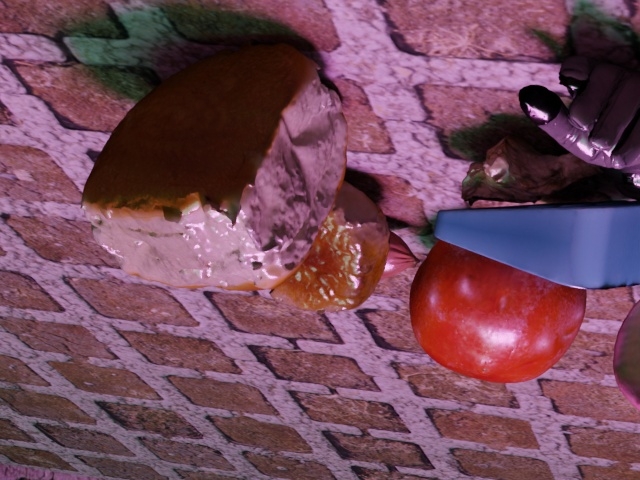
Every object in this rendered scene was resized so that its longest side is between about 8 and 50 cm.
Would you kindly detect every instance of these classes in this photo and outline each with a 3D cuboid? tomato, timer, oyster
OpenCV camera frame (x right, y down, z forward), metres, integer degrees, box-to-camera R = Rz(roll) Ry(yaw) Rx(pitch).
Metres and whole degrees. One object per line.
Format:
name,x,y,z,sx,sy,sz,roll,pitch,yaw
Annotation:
tomato,0.229,0.085,2.127,0.232,0.188,0.232,8,158,3
timer,0.282,-0.020,1.865,0.232,0.091,0.250,-6,-165,-41
oyster,0.240,-0.080,1.871,0.191,0.081,0.163,-1,-177,35

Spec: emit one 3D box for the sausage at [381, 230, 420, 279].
sausage,-0.060,0.017,2.260,0.433,0.088,0.088,-1,155,32

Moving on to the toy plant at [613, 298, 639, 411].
toy plant,0.543,0.204,2.172,0.356,0.317,0.210,22,-163,-39

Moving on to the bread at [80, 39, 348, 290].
bread,-0.116,-0.078,1.842,0.279,0.250,0.225,5,151,34

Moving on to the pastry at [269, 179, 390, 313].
pastry,0.000,0.000,2.094,0.182,0.093,0.192,14,130,22

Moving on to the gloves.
gloves,0.292,-0.118,1.680,0.142,0.119,0.285,-1,170,24
